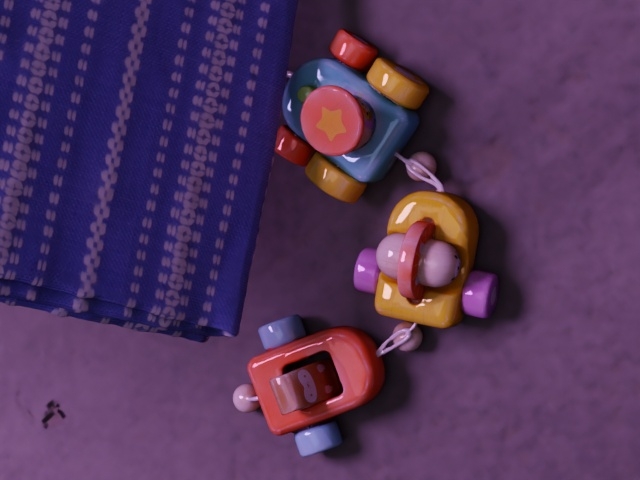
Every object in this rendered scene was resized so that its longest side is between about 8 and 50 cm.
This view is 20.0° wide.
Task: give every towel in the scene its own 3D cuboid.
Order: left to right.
[{"bbox_3d":[-0.154,-0.107,0.633,0.040,0.336,0.243,-2,76,54],"label":"towel"}]

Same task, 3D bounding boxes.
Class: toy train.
[{"bbox_3d":[0.000,0.000,0.729,0.125,0.046,0.166,-17,87,20],"label":"toy train"}]
